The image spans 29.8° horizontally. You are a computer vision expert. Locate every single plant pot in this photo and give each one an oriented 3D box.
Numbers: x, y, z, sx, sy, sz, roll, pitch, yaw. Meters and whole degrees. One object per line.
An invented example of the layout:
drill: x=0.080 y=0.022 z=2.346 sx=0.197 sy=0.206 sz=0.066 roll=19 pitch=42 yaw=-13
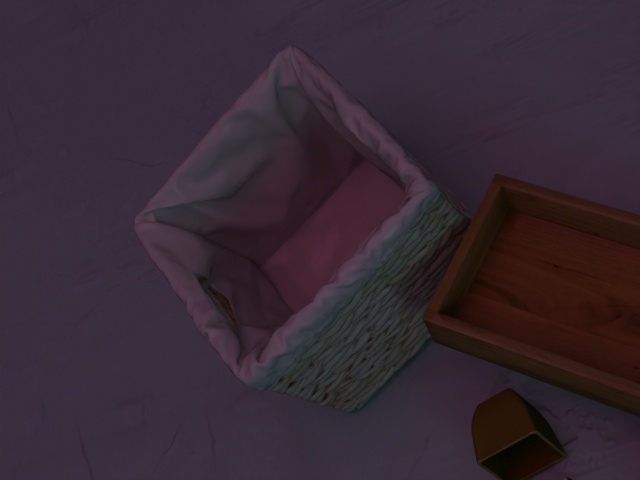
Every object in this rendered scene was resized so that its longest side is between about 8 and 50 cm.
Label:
plant pot: x=0.225 y=0.224 z=1.408 sx=0.081 sy=0.081 sz=0.083 roll=-33 pitch=43 yaw=19

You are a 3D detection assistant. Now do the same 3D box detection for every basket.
basket: x=0.000 y=0.000 z=1.535 sx=0.331 sy=0.266 sz=0.328 roll=-47 pitch=52 yaw=8

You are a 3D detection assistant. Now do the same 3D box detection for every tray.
tray: x=0.343 y=0.080 z=1.319 sx=0.410 sy=0.076 sz=0.203 roll=19 pitch=68 yaw=26

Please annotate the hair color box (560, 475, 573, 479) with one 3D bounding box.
hair color box: x=0.253 y=0.358 z=1.343 sx=0.167 sy=0.053 sz=0.093 roll=-48 pitch=52 yaw=10
